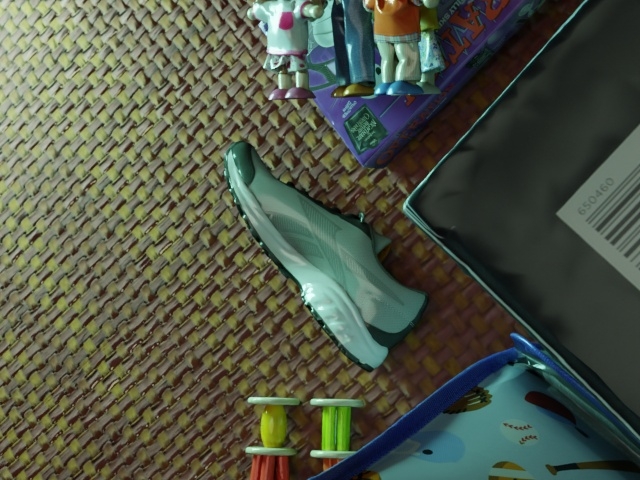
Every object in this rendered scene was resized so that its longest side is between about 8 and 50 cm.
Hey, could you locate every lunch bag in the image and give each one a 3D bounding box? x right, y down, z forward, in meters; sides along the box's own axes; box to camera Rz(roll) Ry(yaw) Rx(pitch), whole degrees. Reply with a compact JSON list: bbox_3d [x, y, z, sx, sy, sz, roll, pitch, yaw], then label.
[{"bbox_3d":[0.190,0.252,0.810,0.328,0.385,0.239,41,127,24],"label":"lunch bag"}]

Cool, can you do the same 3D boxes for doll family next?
[{"bbox_3d":[0.046,-0.217,1.021,0.263,0.118,0.163,7,101,52],"label":"doll family"}]

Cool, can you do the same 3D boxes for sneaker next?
[{"bbox_3d":[0.000,0.000,1.087,0.108,0.100,0.271,-39,72,-2],"label":"sneaker"}]

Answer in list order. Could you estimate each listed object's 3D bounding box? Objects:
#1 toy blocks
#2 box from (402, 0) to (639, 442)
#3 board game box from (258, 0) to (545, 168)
[{"bbox_3d":[-0.017,0.229,1.071,0.123,0.054,0.148,-2,81,24],"label":"toy blocks"},{"bbox_3d":[0.283,0.026,0.786,0.212,0.395,0.293,-48,66,11],"label":"box"},{"bbox_3d":[0.106,-0.260,1.056,0.347,0.056,0.208,-46,71,26],"label":"board game box"}]
